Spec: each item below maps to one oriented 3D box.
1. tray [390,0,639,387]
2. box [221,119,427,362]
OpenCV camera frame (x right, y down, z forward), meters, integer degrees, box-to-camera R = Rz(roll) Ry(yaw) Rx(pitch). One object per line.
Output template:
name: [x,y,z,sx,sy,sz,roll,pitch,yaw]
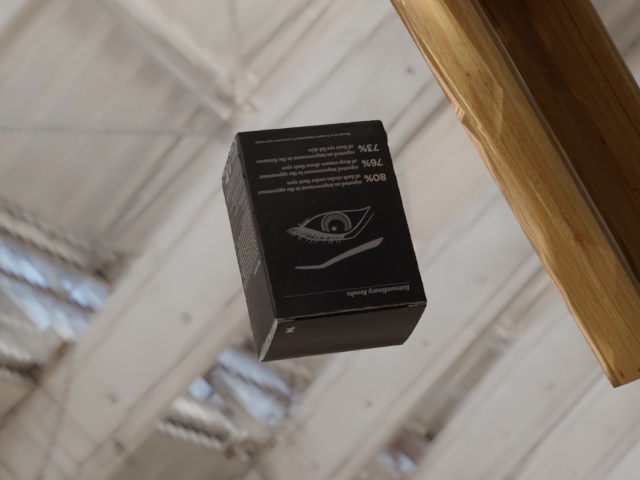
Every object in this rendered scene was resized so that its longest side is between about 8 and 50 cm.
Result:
tray: [0.213,-0.097,1.613,0.076,0.411,0.203,-28,5,36]
box: [0.000,0.000,1.798,0.153,0.207,0.108,-5,-24,-14]
